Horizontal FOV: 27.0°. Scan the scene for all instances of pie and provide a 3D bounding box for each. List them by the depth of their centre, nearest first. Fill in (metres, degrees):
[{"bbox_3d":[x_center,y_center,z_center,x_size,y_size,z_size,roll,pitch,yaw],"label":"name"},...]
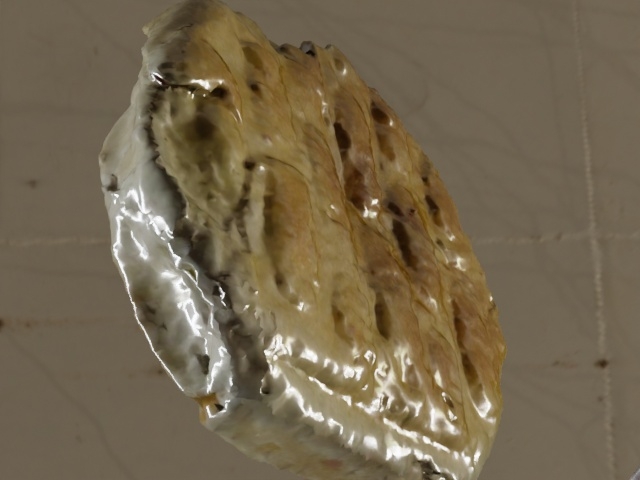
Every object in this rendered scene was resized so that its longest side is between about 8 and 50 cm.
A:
[{"bbox_3d":[0.000,0.000,0.456,0.046,0.195,0.195,-26,-108,26],"label":"pie"}]

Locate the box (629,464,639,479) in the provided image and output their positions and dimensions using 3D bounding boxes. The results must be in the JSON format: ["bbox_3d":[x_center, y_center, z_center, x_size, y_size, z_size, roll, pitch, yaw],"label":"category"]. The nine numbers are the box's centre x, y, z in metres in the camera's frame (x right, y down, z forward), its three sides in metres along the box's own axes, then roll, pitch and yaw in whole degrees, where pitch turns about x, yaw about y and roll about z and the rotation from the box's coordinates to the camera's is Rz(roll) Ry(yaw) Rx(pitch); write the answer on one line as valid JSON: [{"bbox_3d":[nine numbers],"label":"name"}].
[{"bbox_3d":[0.398,0.192,0.864,0.297,0.190,0.225,49,-67,30],"label":"box"}]
